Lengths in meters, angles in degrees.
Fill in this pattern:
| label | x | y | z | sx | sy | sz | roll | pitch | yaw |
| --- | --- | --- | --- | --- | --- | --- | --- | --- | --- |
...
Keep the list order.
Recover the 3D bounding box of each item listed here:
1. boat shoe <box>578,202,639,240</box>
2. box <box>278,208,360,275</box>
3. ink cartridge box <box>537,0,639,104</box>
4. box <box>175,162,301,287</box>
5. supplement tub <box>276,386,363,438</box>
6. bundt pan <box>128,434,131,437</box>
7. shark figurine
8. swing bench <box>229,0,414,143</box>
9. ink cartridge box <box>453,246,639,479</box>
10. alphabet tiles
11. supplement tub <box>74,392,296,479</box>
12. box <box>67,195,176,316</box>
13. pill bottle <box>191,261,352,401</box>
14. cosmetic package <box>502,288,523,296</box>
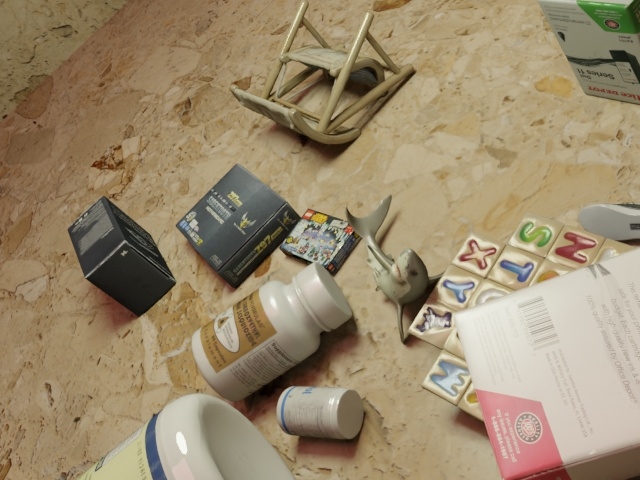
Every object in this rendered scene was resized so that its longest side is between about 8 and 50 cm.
| label | x | y | z | sx | sy | sz | roll | pitch | yaw |
| --- | --- | --- | --- | --- | --- | --- | --- | --- | --- |
| boat shoe | 0.409 | -0.026 | 0.970 | 0.040 | 0.049 | 0.142 | -28 | 25 | -38 |
| box | 0.000 | 0.000 | 1.294 | 0.137 | 0.027 | 0.094 | 20 | 68 | 48 |
| ink cartridge box | 0.426 | -0.294 | 1.063 | 0.087 | 0.208 | 0.153 | -53 | 39 | -7 |
| box | -0.163 | -0.035 | 1.437 | 0.183 | 0.059 | 0.233 | -45 | 39 | -4 |
| supplement tub | -0.001 | 0.241 | 1.045 | 0.107 | 0.071 | 0.071 | -7 | 51 | 35 |
| bundt pan | -0.187 | 0.405 | 1.010 | 0.331 | 0.124 | 0.331 | -22 | 43 | 22 |
| shark figurine | 0.130 | 0.037 | 1.124 | 0.116 | 0.166 | 0.278 | -16 | 21 | -7 |
| swing bench | -0.004 | -0.319 | 1.485 | 0.254 | 0.165 | 0.253 | -52 | 40 | -3 |
| ink cartridge box | 0.313 | 0.140 | 0.800 | 0.283 | 0.117 | 0.207 | -21 | 51 | 14 |
| alphabet tiles | 0.288 | 0.111 | 0.918 | 0.342 | 0.011 | 0.285 | 24 | 72 | 37 |
| supplement tub | -0.188 | 0.344 | 0.784 | 0.325 | 0.235 | 0.235 | -39 | 39 | 5 |
| box | -0.404 | 0.029 | 1.505 | 0.108 | 0.153 | 0.207 | -42 | 39 | 1 |
| pill bottle | -0.073 | 0.137 | 1.150 | 0.229 | 0.131 | 0.131 | -34 | 40 | 10 |
| cosmetic package | 0.240 | 0.074 | 1.016 | 0.060 | 0.041 | 0.115 | -38 | 39 | 3 |
